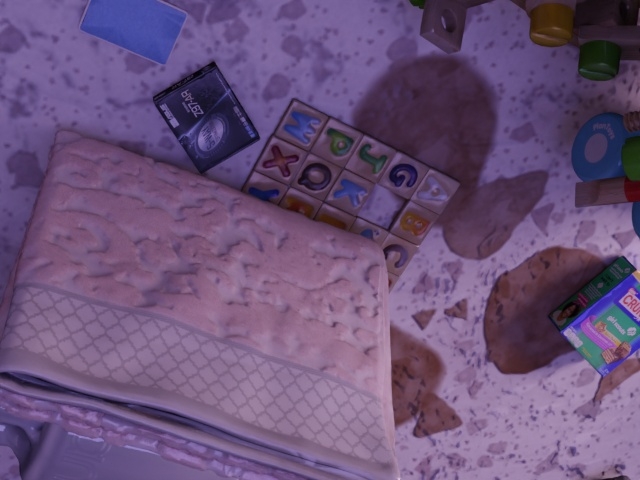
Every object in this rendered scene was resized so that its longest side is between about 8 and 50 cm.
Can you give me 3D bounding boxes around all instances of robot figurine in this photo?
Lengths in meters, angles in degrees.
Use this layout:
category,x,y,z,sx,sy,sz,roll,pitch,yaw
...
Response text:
category,x,y,z,sx,sy,sz,roll,pitch,yaw
robot figurine,-0.147,0.161,0.921,0.353,0.200,0.300,19,152,-20

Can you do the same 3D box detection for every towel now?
category,x,y,z,sx,sy,sz,roll,pitch,yaw
towel,-0.088,0.053,0.808,0.332,0.317,0.053,21,125,-17

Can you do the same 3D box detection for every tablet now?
category,x,y,z,sx,sy,sz,roll,pitch,yaw
tablet,-0.164,-0.192,0.849,0.083,0.006,0.054,20,110,-22

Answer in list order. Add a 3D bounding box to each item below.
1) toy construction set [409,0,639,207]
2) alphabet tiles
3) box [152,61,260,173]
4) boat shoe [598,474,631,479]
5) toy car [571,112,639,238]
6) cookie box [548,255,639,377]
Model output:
category,x,y,z,sx,sy,sz,roll,pitch,yaw
toy construction set,0.209,-0.178,0.826,0.257,0.237,0.309,-14,95,-50
alphabet tiles,0.000,0.000,0.980,0.198,0.009,0.237,24,109,-22
box,-0.105,-0.113,0.894,0.067,0.018,0.083,-29,119,3
boat shoe,0.383,0.390,1.220,0.070,0.078,0.219,-19,117,-1
toy car,0.403,-0.103,0.892,0.219,0.210,0.238,14,118,-28
cookie box,0.324,0.085,1.074,0.107,0.040,0.092,-42,116,9
